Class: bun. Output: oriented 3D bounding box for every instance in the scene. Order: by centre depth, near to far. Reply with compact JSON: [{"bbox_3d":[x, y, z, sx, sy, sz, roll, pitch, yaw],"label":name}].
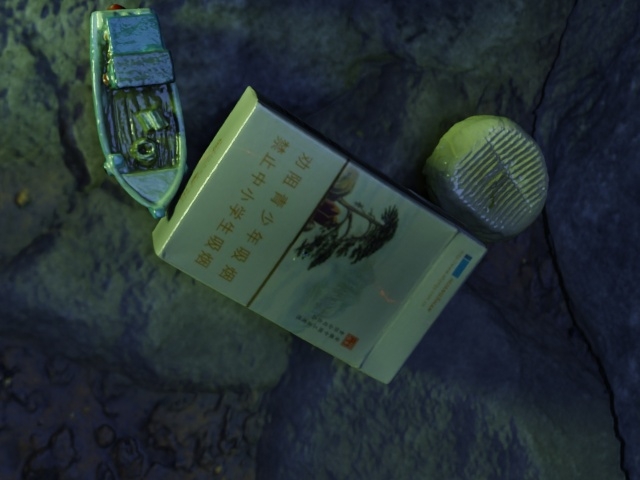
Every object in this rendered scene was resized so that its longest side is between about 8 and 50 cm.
[{"bbox_3d":[0.145,-0.054,0.957,0.115,0.069,0.115,-2,95,-21],"label":"bun"}]

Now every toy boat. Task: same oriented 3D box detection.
[{"bbox_3d":[-0.142,-0.103,0.842,0.069,0.059,0.173,-9,95,-22],"label":"toy boat"}]

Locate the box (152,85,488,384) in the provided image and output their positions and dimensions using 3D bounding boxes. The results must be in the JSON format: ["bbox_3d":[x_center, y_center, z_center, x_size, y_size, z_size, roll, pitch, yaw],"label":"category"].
[{"bbox_3d":[0.001,0.000,0.877,0.233,0.067,0.149,31,103,-19],"label":"box"}]
